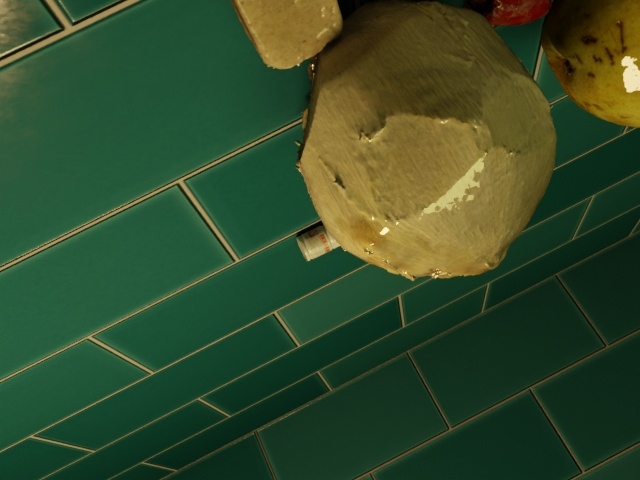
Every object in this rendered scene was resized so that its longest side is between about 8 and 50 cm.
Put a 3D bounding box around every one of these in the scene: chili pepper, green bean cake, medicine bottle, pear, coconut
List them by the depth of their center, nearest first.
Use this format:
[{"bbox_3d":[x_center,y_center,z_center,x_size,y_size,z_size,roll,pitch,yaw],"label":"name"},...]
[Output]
[{"bbox_3d":[-0.047,-0.284,0.720,0.109,0.085,0.179,-29,153,0],"label":"green bean cake"},{"bbox_3d":[0.138,-0.121,0.862,0.346,0.360,0.346,-30,164,-9],"label":"coconut"},{"bbox_3d":[0.283,-0.351,0.943,0.123,0.070,0.073,-13,134,-24],"label":"chili pepper"},{"bbox_3d":[0.492,-0.323,0.967,0.304,0.304,0.304,-22,154,-12],"label":"pear"},{"bbox_3d":[0.000,0.000,1.317,0.089,0.057,0.057,-25,154,-7],"label":"medicine bottle"}]
